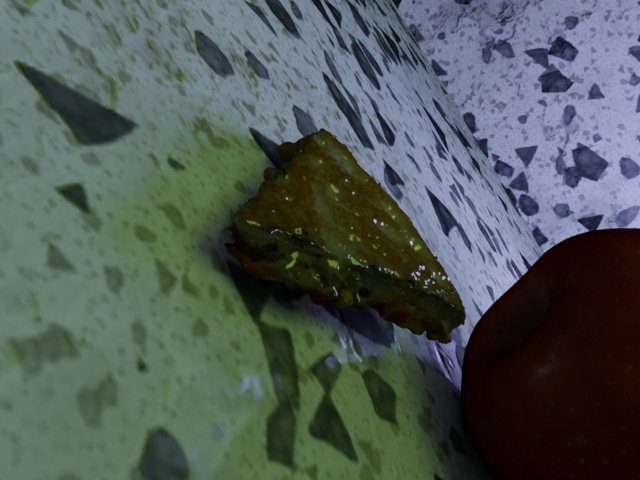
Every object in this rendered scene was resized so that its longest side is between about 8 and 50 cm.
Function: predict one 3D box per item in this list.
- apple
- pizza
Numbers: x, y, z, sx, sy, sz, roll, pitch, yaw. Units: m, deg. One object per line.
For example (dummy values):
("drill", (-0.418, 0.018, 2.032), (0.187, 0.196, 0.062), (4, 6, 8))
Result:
("apple", (0.237, 0.115, 0.492), (0.217, 0.260, 0.260), (32, 26, -3))
("pizza", (0.000, 0.000, 0.400), (0.188, 0.062, 0.199), (54, 25, 22))
